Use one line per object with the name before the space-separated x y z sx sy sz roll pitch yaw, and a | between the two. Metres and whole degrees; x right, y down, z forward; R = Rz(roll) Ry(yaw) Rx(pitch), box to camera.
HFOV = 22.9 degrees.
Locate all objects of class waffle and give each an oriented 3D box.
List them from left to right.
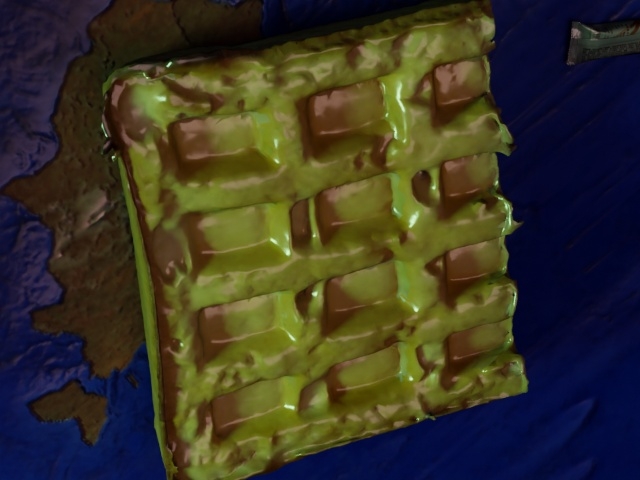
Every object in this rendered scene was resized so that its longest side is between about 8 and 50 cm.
waffle | 0.000 0.001 1.153 0.304 0.077 0.348 -14 119 -14

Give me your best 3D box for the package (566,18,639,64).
package | 0.238 -0.156 1.205 0.110 0.015 0.037 -10 117 -19
